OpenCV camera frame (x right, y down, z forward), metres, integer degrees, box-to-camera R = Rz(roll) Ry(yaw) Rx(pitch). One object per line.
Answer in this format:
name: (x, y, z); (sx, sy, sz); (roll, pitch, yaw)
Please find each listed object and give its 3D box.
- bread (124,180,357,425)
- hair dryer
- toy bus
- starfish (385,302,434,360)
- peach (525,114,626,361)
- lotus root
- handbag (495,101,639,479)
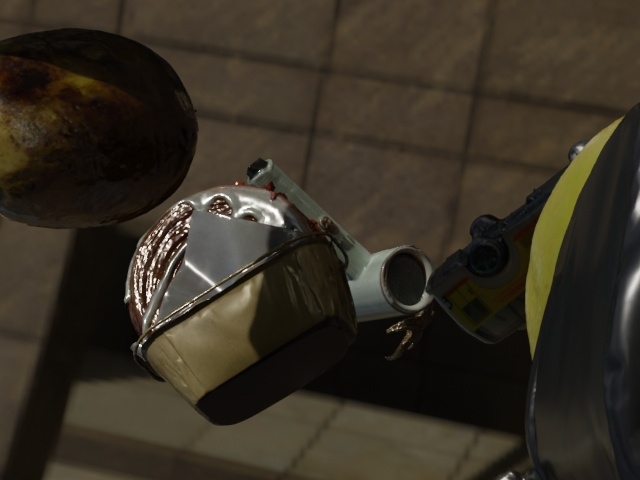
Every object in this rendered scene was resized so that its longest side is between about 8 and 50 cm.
bread: (-0.080, 0.055, 1.796); (0.212, 0.224, 0.142); (60, -177, 32)
hair dryer: (0.000, 0.000, 1.947); (0.236, 0.131, 0.073); (40, -118, -23)
toy bus: (0.228, -0.009, 1.759); (0.268, 0.106, 0.092); (-38, 6, 15)
starfish: (0.104, 0.101, 2.143); (0.091, 0.028, 0.078); (-58, -23, -9)
peach: (0.312, 0.056, 1.469); (0.315, 0.314, 0.281); (-64, -19, 14)
lotus root: (-0.202, -0.089, 1.470); (0.314, 0.169, 0.141); (-15, -38, -54)
handbag: (0.197, 0.017, 0.948); (0.178, 0.275, 0.302); (59, 175, 6)
